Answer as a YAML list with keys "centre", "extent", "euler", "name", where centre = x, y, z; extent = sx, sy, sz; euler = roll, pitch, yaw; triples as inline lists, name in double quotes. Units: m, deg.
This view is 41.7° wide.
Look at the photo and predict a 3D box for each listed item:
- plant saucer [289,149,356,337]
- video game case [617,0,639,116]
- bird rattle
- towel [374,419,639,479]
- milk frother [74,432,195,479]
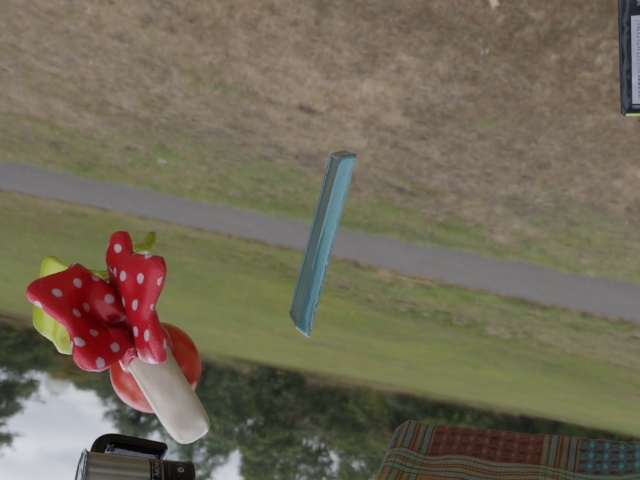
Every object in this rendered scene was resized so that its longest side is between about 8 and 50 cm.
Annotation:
- centre: [0.000, 0.000, 0.867]
  extent: [0.018, 0.192, 0.067]
  euler: [14, -173, -12]
  name: "plant saucer"
- centre: [0.428, -0.261, 0.839]
  extent: [0.248, 0.274, 0.035]
  euler: [3, -153, 28]
  name: "video game case"
- centre: [-0.150, 0.082, 0.731]
  extent: [0.206, 0.143, 0.253]
  euler: [61, 160, -17]
  name: "bird rattle"
- centre: [0.157, 0.276, 0.740]
  extent: [0.272, 0.040, 0.370]
  euler: [2, -158, 17]
  name: "towel"
- centre: [-0.241, 0.326, 1.044]
  extent: [0.135, 0.143, 0.129]
  euler: [13, -172, -20]
  name: "milk frother"
